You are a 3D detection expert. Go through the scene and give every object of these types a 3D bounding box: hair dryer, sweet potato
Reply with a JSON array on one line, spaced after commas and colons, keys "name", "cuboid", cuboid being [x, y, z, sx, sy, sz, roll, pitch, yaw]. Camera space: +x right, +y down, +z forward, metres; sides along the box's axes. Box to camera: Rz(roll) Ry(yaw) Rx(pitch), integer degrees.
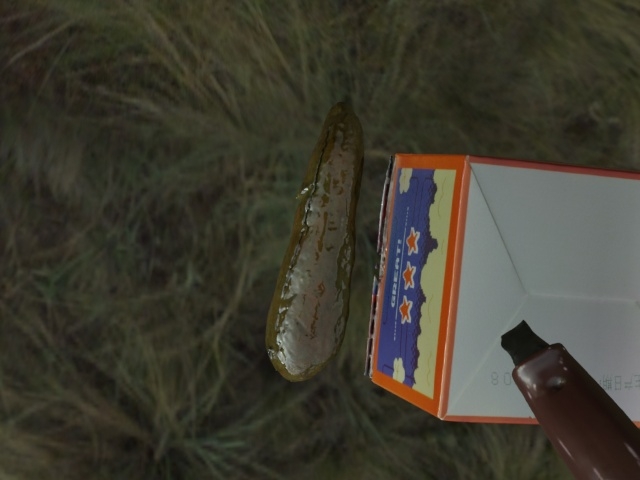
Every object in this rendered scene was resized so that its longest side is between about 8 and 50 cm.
[{"name": "hair dryer", "cuboid": [0.205, 0.180, 0.709, 0.123, 0.340, 0.312, -32, 130, 1]}, {"name": "sweet potato", "cuboid": [0.000, 0.000, 1.118, 0.075, 0.075, 0.273, 10, 87, -11]}]

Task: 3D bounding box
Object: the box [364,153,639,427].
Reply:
[{"name": "box", "cuboid": [0.272, 0.057, 1.511, 0.349, 0.257, 0.318, 3, 95, -17]}]
